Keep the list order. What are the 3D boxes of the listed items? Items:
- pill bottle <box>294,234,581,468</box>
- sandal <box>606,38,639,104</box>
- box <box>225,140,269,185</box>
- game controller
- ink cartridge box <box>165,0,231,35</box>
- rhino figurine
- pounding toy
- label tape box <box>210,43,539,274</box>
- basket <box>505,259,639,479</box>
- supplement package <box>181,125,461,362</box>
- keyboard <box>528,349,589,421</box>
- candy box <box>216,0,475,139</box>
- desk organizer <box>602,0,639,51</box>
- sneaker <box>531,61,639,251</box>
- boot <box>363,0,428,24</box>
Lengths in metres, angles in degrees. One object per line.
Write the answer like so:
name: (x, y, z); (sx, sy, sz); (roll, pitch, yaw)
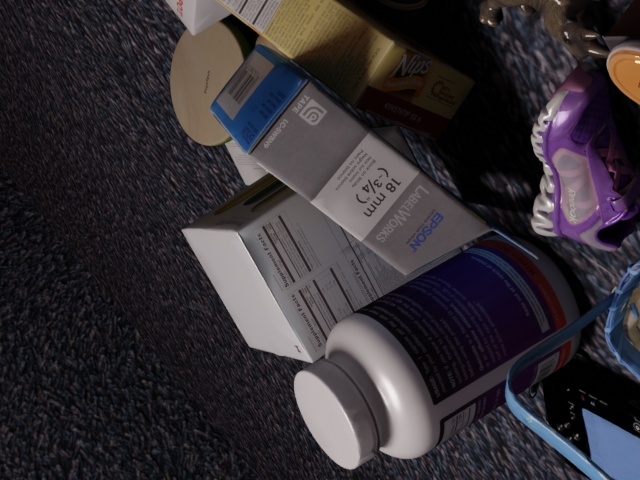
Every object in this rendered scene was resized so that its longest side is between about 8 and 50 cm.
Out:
pill bottle: (0.135, 0.132, 1.399); (0.181, 0.323, 0.181); (44, 149, 35)
sandal: (0.337, -0.068, 0.965); (0.265, 0.076, 0.102); (30, 162, 19)
box: (-0.068, -0.138, 1.755); (0.101, 0.102, 0.087); (8, 127, 61)
game controller: (0.388, 0.261, 1.407); (0.319, 0.067, 0.166); (26, 150, 48)
ink cartridge box: (-0.197, -0.441, 1.541); (0.289, 0.121, 0.211); (51, 163, 10)
rhino figurine: (0.182, -0.247, 1.110); (0.243, 0.073, 0.106); (46, 160, 19)
pounding toy: (-0.111, -0.248, 1.725); (0.183, 0.110, 0.237); (57, 132, 26)
label tape box: (0.052, -0.065, 1.337); (0.334, 0.106, 0.240); (36, -174, -22)
basket: (0.339, 0.125, 1.018); (0.255, 0.289, 0.201); (46, 157, 27)
supplement package: (0.000, 0.000, 1.589); (0.198, 0.263, 0.199); (61, 157, -15)
keyboard: (0.300, 0.193, 1.548); (0.100, 0.038, 0.192); (37, 151, 39)
candy box: (0.003, -0.243, 1.347); (0.316, 0.087, 0.183); (41, -165, 32)
desk organizer: (0.305, -0.168, 0.989); (0.130, 0.050, 0.047); (12, 147, 51)
sneaker: (0.270, -0.072, 1.168); (0.104, 0.095, 0.236); (34, 156, 30)
boot: (0.053, -0.338, 1.279); (0.198, 0.077, 0.137); (40, 142, 30)
